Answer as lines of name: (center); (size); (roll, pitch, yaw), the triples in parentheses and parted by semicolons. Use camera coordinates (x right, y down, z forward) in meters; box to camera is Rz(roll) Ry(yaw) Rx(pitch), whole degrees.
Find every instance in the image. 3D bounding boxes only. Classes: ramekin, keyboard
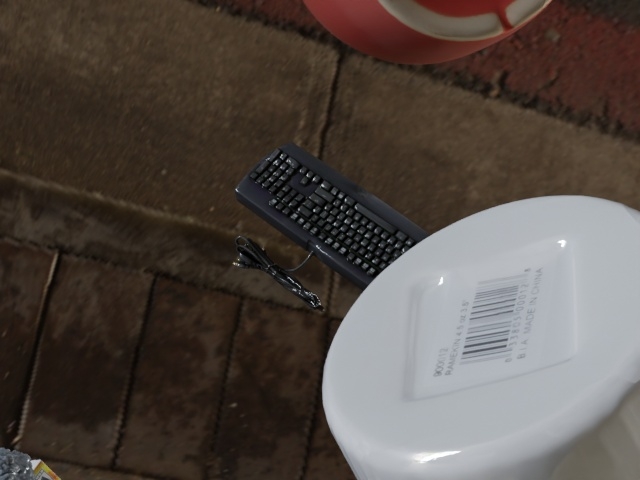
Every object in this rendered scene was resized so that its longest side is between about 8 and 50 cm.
ramekin: (0.136, 0.095, 0.807); (0.277, 0.277, 0.135); (-47, 124, -24)
keyboard: (0.000, 0.000, 1.749); (0.317, 0.033, 0.201); (35, 79, 25)

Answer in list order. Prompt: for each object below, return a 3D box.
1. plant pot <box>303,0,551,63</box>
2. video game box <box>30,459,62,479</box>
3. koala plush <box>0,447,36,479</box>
plant pot: (0.110, -0.285, 1.110); (0.275, 0.243, 0.275); (-1, 102, -5)
video game box: (-0.272, 0.347, 1.168); (0.187, 0.048, 0.205); (51, 49, -23)
koala plush: (-0.327, 0.152, 0.904); (0.203, 0.196, 0.221); (21, 38, -29)
